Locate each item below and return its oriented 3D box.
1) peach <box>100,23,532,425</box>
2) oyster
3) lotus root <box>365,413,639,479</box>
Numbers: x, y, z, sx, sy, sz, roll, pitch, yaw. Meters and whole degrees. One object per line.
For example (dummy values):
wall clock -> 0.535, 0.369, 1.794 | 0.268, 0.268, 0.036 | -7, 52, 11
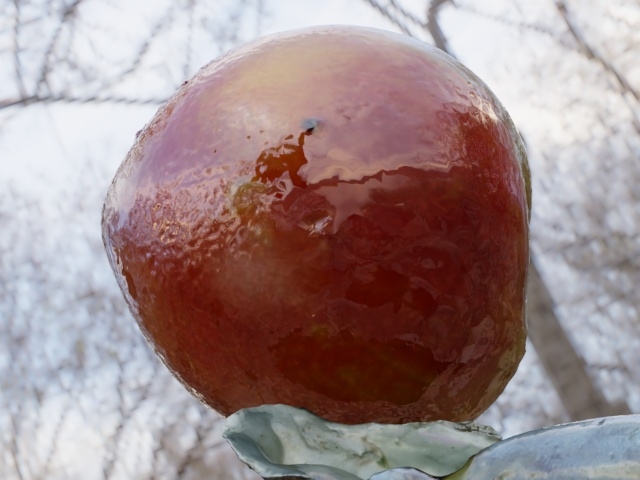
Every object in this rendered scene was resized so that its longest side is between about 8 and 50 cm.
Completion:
peach -> 0.000, 0.000, 1.623 | 0.388, 0.388, 0.388 | -18, -31, -11
oyster -> 0.059, 0.177, 1.446 | 0.252, 0.199, 0.087 | 7, -76, -36
lotus root -> 0.159, 0.186, 1.117 | 0.322, 0.158, 0.140 | -6, -46, 41
